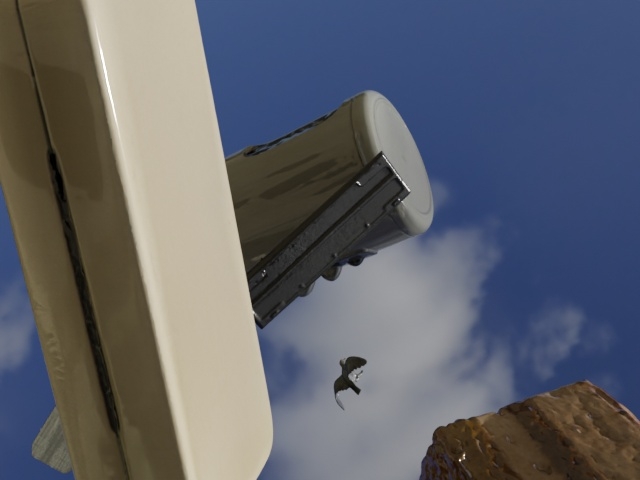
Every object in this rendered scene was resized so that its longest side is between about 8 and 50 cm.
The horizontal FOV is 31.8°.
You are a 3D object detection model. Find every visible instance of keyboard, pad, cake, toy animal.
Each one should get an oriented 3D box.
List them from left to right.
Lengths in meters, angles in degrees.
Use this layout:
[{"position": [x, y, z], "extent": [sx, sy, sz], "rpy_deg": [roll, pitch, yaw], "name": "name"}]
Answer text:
[{"position": [-0.379, 0.335, 2.072], "extent": [0.055, 0.323, 0.250], "rpy_deg": [14, -112, 42], "name": "pad"}, {"position": [0.000, 0.000, 1.065], "extent": [0.198, 0.064, 0.010], "rpy_deg": [-42, -142, -4], "name": "keyboard"}, {"position": [0.036, 0.162, 1.357], "extent": [0.050, 0.028, 0.084], "rpy_deg": [-91, -160, -55], "name": "toy animal"}, {"position": [0.265, 0.289, 1.213], "extent": [0.293, 0.196, 0.199], "rpy_deg": [-13, -142, -26], "name": "cake"}]

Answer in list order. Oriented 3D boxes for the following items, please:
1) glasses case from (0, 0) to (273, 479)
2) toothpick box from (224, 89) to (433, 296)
[{"position": [-0.106, 0.006, 0.654], "extent": [0.076, 0.336, 0.144], "rpy_deg": [-4, -163, 17], "name": "glasses case"}, {"position": [-0.019, -0.044, 1.554], "extent": [0.316, 0.229, 0.229], "rpy_deg": [-23, -145, 20], "name": "toothpick box"}]
